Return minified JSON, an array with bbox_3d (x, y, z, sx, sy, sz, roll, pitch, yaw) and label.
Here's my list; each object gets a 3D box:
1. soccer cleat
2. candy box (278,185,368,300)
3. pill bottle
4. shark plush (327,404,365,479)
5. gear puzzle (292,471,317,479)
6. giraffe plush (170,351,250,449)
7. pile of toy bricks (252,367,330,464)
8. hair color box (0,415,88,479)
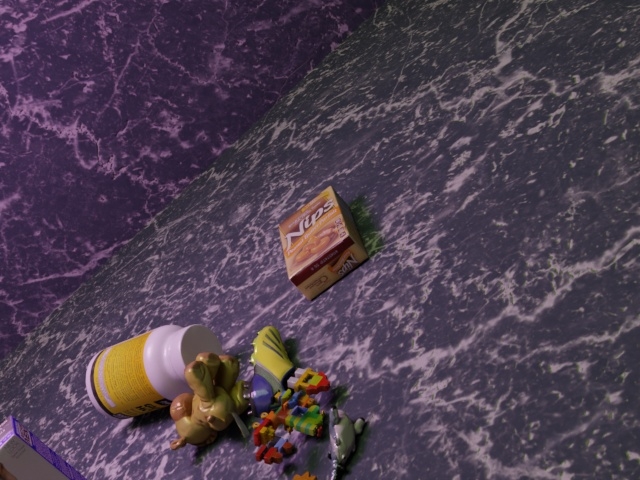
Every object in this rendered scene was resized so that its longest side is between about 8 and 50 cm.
[{"bbox_3d":[-0.095,0.283,1.940,0.121,0.093,0.289,-7,27,5],"label":"soccer cleat"},{"bbox_3d":[0.000,0.000,2.242,0.183,0.087,0.316,-36,25,9],"label":"candy box"},{"bbox_3d":[-0.400,0.315,2.174,0.334,0.188,0.188,-23,30,35],"label":"pill bottle"},{"bbox_3d":[0.038,0.381,1.634,0.067,0.073,0.161,-45,38,42],"label":"shark plush"},{"bbox_3d":[-0.140,0.530,1.625,0.339,0.044,0.175,-37,23,2],"label":"gear puzzle"},{"bbox_3d":[-0.253,0.370,1.948,0.170,0.181,0.210,-39,57,29],"label":"giraffe plush"},{"bbox_3d":[-0.040,0.350,1.729,0.105,0.118,0.212,10,32,26],"label":"pile of toy bricks"},{"bbox_3d":[-0.594,0.551,1.875,0.185,0.339,0.110,-44,24,-8],"label":"hair color box"}]
